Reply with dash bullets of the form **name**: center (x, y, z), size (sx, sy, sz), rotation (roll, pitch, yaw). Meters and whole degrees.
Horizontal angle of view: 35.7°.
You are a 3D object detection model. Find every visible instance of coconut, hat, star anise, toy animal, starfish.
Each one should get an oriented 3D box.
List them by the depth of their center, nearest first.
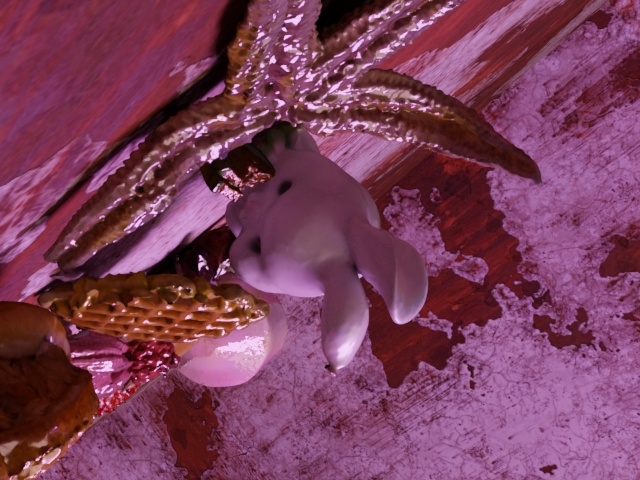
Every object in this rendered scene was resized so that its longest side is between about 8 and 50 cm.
- **starfish**: center (0.000, -0.108, 0.788), size (0.398, 0.132, 0.384), rotation (-3, 154, -23)
- **toy animal**: center (-0.007, -0.002, 1.150), size (0.183, 0.247, 0.310), rotation (-45, -176, -1)
- **hat**: center (-0.328, 0.167, 1.309), size (0.286, 0.107, 0.237), rotation (-12, 169, -17)
- **star anise**: center (-0.189, 0.066, 1.504), size (0.272, 0.102, 0.272), rotation (-39, 180, 0)
- **coconut**: center (-0.194, 0.178, 2.022), size (0.233, 0.233, 0.245), rotation (-39, 177, 16)

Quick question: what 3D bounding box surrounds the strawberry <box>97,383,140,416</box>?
- **strawberry**: center (-0.409, 0.267, 1.818), size (0.188, 0.106, 0.286), rotation (-40, 176, 1)

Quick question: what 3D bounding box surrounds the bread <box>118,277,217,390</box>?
- **bread**: center (-0.272, 0.149, 1.681), size (0.136, 0.107, 0.241), rotation (-44, 174, 35)

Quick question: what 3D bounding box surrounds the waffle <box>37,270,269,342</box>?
- **waffle**: center (-0.186, 0.071, 1.127), size (0.243, 0.059, 0.238), rotation (-6, 163, 20)

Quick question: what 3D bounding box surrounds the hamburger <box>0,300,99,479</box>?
- **hamburger**: center (-0.343, 0.179, 0.866), size (0.290, 0.170, 0.314), rotation (-30, 173, -45)

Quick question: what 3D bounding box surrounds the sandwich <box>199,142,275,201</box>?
- **sandwich**: center (-0.086, -0.077, 0.980), size (0.029, 0.067, 0.135), rotation (-35, -178, 17)

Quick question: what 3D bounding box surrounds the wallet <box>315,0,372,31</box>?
- **wallet**: center (-0.015, -0.164, 0.890), size (0.232, 0.031, 0.122), rotation (-42, 172, 35)
